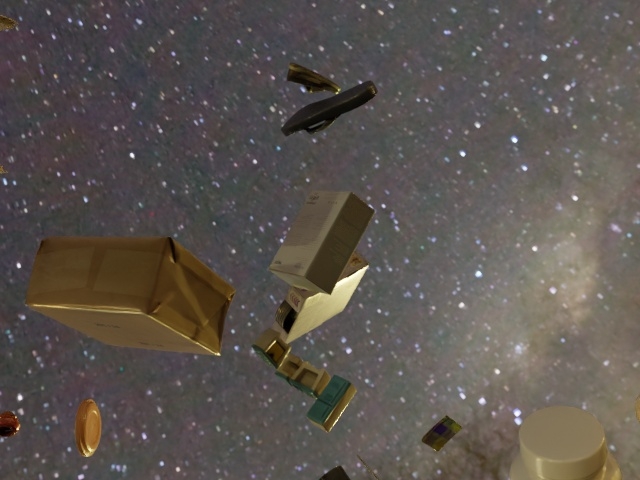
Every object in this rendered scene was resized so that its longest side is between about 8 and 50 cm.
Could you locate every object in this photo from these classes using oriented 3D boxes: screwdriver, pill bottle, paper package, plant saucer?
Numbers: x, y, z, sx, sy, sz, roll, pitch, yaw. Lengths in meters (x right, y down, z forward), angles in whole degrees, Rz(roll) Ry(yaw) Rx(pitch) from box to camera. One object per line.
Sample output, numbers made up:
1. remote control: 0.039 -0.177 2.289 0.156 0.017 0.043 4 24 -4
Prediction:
1. screwdriver: 0.104 0.448 1.374 0.024 0.170 0.025 29 -94 -28
2. pill bottle: 0.350 0.375 1.036 0.152 0.152 0.272 -23 -64 -17
3. paper package: -0.399 0.121 1.582 0.325 0.168 0.309 0 -24 24
4. plant saucer: -0.344 0.279 1.091 0.013 0.083 0.083 -3 -47 2

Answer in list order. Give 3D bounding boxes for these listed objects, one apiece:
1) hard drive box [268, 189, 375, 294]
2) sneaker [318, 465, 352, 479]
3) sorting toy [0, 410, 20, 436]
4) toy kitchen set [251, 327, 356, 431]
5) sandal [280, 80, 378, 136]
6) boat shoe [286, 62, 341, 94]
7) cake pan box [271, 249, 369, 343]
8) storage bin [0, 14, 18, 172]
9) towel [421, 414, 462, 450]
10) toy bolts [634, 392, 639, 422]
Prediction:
1. hard drive box: 0.000 0.000 1.751 0.089 0.181 0.232 37 -104 -29
2. sneaker: 0.008 0.542 1.398 0.222 0.118 0.083 -50 -35 11
3. sorting toy: -0.596 0.337 1.332 0.102 0.042 0.061 -6 -48 -6
4. toy kitchen set: -0.054 0.320 1.699 0.122 0.207 0.166 -53 -44 -21
5. sandal: 0.014 -0.264 1.558 0.054 0.254 0.097 57 -136 -22
6. boat shoe: -0.019 -0.370 1.715 0.152 0.056 0.049 18 -75 -37
7. cake pan box: -0.007 0.166 2.060 0.267 0.070 0.246 -28 -26 -36
8. storage bin: -0.651 -0.254 1.261 0.123 0.260 0.262 7 -93 -62
9. towel: 0.272 0.434 1.641 0.060 0.009 0.083 40 -80 -24
10. toy bolts: 0.421 0.207 0.771 0.218 0.158 0.228 -29 -29 -42
